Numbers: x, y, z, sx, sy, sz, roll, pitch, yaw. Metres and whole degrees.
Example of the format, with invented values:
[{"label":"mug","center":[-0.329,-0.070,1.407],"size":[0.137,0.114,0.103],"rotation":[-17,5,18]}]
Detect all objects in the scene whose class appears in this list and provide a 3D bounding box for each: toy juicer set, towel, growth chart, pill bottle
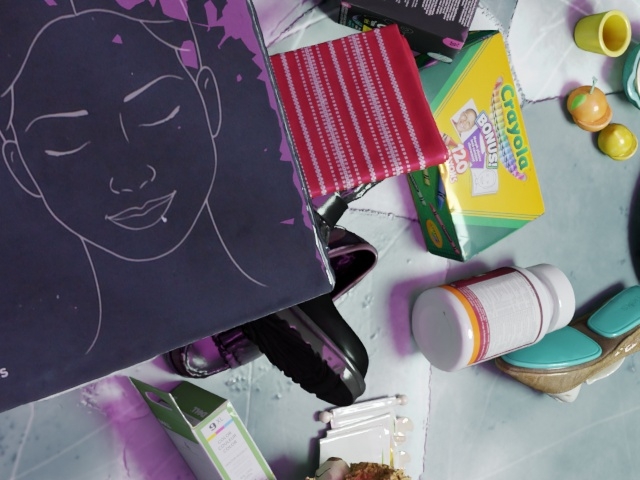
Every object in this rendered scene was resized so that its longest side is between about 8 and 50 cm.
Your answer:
[{"label":"toy juicer set","center":[0.516,-0.219,1.841],"size":[0.329,0.089,0.209],"rotation":[11,91,-36]},{"label":"towel","center":[-0.003,-0.142,1.396],"size":[0.274,0.031,0.199],"rotation":[-15,66,-6]},{"label":"growth chart","center":[0.054,0.333,1.655],"size":[0.172,0.021,0.237],"rotation":[3,96,-35]},{"label":"pill bottle","center":[0.249,0.104,1.690],"size":[0.221,0.121,0.121],"rotation":[-14,105,-33]}]

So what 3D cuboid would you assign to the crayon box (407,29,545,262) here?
[{"label":"crayon box","center":[0.199,-0.132,1.642],"size":[0.165,0.081,0.278],"rotation":[-29,113,-27]}]

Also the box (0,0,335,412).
[{"label":"box","center":[-0.296,-0.124,1.098],"size":[0.479,0.297,0.472],"rotation":[-19,111,-10]}]

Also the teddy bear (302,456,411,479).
[{"label":"teddy bear","center":[-0.038,0.386,1.504],"size":[0.338,0.113,0.245],"rotation":[-44,148,-11]}]

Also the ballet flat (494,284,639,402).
[{"label":"ballet flat","center":[0.404,0.177,1.832],"size":[0.342,0.116,0.124],"rotation":[-22,129,-34]}]

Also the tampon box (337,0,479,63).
[{"label":"tampon box","center":[0.114,-0.305,1.493],"size":[0.161,0.120,0.101],"rotation":[20,86,1]}]

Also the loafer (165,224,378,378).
[{"label":"loafer","center":[-0.057,0.074,1.491],"size":[0.302,0.095,0.109],"rotation":[-35,116,-25]}]

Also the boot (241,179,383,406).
[{"label":"boot","center":[0.000,-0.002,1.424],"size":[0.260,0.131,0.348],"rotation":[-38,84,-22]}]

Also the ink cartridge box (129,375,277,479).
[{"label":"ink cartridge box","center":[-0.139,0.237,1.454],"size":[0.062,0.109,0.209],"rotation":[-40,117,-23]}]
